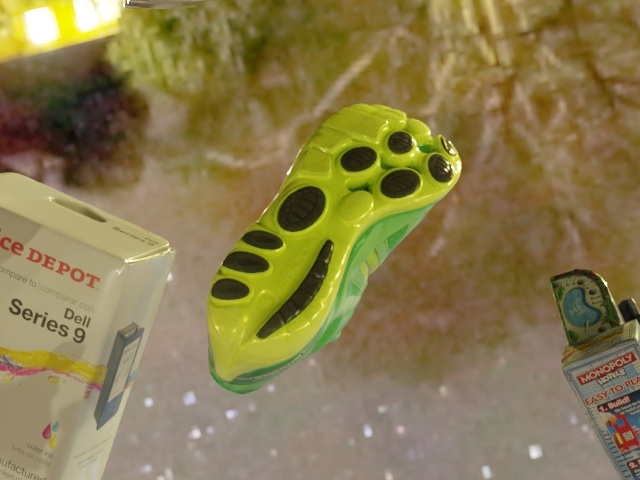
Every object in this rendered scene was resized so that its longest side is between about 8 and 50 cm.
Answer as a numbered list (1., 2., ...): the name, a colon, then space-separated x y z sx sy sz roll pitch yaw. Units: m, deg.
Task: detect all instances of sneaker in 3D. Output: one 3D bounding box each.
1. sneaker: 0.000 0.000 1.165 0.295 0.109 0.123 -46 170 -38

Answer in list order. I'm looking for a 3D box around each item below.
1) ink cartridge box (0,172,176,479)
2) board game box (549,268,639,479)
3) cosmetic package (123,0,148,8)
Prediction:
1. ink cartridge box: -0.216 0.076 1.137 0.154 0.212 0.093 23 -167 13
2. board game box: 0.231 0.110 1.163 0.060 0.194 0.194 -24 -142 14
3. cosmetic package: -0.163 -0.434 1.623 0.097 0.377 0.284 -2 -173 -7
